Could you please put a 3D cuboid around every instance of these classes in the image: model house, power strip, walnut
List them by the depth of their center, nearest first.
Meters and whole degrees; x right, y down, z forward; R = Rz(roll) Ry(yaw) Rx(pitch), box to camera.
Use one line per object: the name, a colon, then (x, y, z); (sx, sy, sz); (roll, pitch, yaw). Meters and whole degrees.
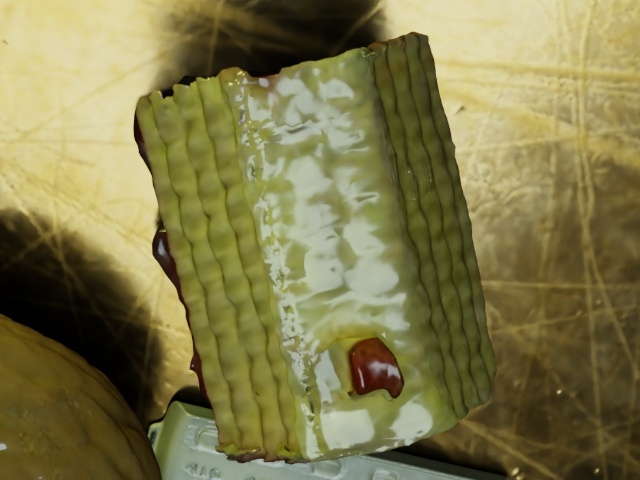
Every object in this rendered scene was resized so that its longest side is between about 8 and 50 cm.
model house: (0.000, 0.000, 0.906); (0.160, 0.254, 0.196); (-12, 95, -8)
walnut: (-0.196, 0.145, 0.974); (0.228, 0.228, 0.228); (-1, 106, -3)
power strip: (0.018, 0.151, 1.080); (0.252, 0.027, 0.060); (14, 105, -7)
